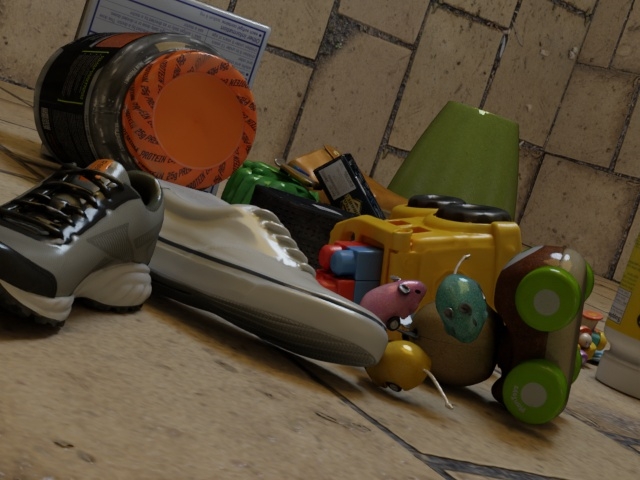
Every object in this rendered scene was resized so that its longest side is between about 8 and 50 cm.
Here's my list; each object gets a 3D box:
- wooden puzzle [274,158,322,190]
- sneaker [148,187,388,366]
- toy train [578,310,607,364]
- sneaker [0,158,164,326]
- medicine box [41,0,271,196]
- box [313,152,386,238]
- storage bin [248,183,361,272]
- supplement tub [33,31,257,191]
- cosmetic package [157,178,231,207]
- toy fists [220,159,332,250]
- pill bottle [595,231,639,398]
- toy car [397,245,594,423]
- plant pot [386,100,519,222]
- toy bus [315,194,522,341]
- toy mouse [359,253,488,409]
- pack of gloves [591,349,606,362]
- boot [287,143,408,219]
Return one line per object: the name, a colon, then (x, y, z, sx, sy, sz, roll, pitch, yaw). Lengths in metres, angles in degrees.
wooden puzzle: (-0.033, -0.093, 1.703, 0.078, 0.014, 0.116, 35, 8, 14)
sneaker: (-0.053, 0.019, 0.935, 0.258, 0.091, 0.094, 22, -19, 24)
toy train: (0.303, 0.104, 1.502, 0.125, 0.046, 0.166, 33, 21, 25)
sneaker: (-0.182, -0.007, 0.803, 0.100, 0.108, 0.271, 22, 7, 10)
medicine box: (-0.252, -0.229, 1.772, 0.263, 0.289, 0.149, 18, 6, -16)
box: (0.058, -0.036, 1.656, 0.175, 0.051, 0.220, 61, 5, -3)
storage bin: (0.000, 0.000, 1.461, 0.180, 0.084, 0.122, 18, 6, -23)
supplement tub: (-0.228, -0.165, 1.520, 0.207, 0.207, 0.338, 16, 1, -31)
cosmetic package: (-0.130, -0.014, 1.270, 0.099, 0.060, 0.239, 18, 5, -28)
toy fists: (-0.067, -0.056, 1.723, 0.142, 0.096, 0.279, 17, 7, -12)
pill bottle: (0.405, 0.081, 1.384, 0.119, 0.208, 0.119, 19, 5, -2)
toy car: (0.131, 0.069, 1.024, 0.188, 0.149, 0.155, 9, 7, 17)
plant pot: (0.252, -0.097, 2.164, 0.275, 0.293, 0.275, 19, 5, -2)
toy bus: (0.074, 0.032, 1.225, 0.211, 0.149, 0.220, 0, 10, -20)
toy mouse: (0.078, 0.054, 0.943, 0.161, 0.143, 0.031, 11, -35, 48)
pack of gloves: (0.289, 0.108, 1.589, 0.232, 0.046, 0.195, 17, 5, -18)
boot: (0.090, -0.073, 1.955, 0.295, 0.104, 0.211, -2, 47, -51)
